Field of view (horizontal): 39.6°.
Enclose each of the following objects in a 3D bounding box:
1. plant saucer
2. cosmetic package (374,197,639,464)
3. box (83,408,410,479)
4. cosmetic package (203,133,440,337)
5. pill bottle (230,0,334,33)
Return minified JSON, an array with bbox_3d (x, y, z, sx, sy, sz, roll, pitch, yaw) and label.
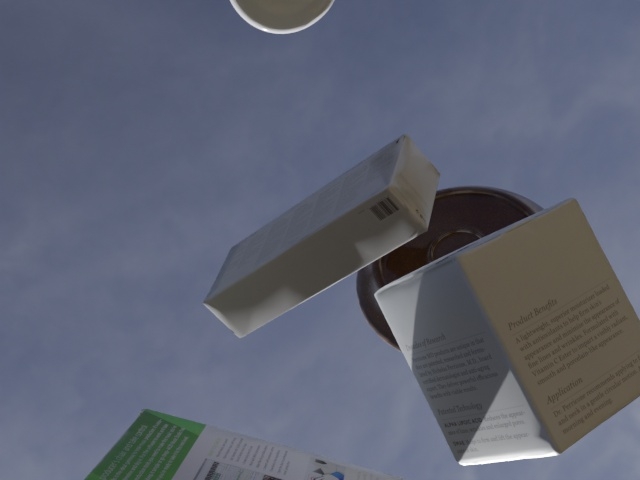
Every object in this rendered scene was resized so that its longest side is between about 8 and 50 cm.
[{"bbox_3d":[0.196,0.029,1.241,0.310,0.311,0.050,-45,-38,-19],"label":"plant saucer"},{"bbox_3d":[0.177,0.085,0.810,0.151,0.151,0.183,-23,-95,-30],"label":"cosmetic package"},{"bbox_3d":[-0.053,0.259,0.833,0.232,0.322,0.058,-55,-20,-79],"label":"box"},{"bbox_3d":[0.000,0.000,0.850,0.060,0.239,0.099,46,-146,-20],"label":"cosmetic package"},{"bbox_3d":[-0.071,-0.397,1.218,0.152,0.272,0.152,-6,-57,-9],"label":"pill bottle"}]
